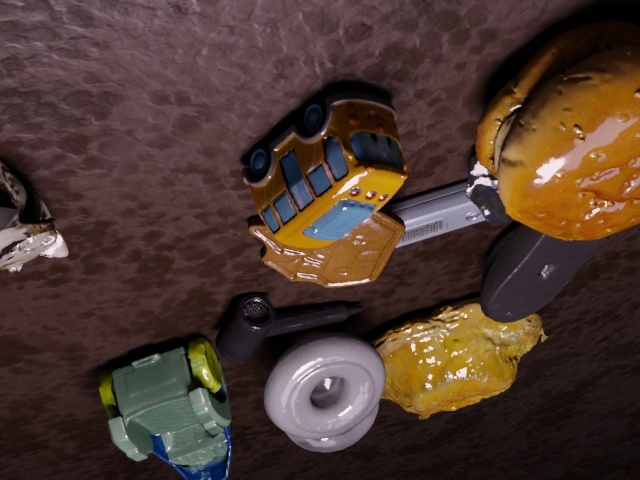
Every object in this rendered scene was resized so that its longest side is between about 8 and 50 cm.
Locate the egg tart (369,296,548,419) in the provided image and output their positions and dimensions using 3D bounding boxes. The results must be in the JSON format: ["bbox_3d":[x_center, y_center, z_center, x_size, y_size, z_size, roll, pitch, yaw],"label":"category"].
[{"bbox_3d":[0.240,0.230,2.287,0.351,0.153,0.339,-10,158,-7],"label":"egg tart"}]

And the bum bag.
[{"bbox_3d":[0.350,-0.103,1.746,0.310,0.074,0.137,-14,134,-4],"label":"bum bag"}]

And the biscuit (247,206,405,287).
[{"bbox_3d":[0.000,0.002,1.750,0.215,0.034,0.182,10,137,-17],"label":"biscuit"}]

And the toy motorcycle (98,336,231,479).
[{"bbox_3d":[-0.226,0.310,2.118,0.191,0.200,0.326,-20,153,7],"label":"toy motorcycle"}]

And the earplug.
[{"bbox_3d":[0.004,0.255,2.153,0.214,0.175,0.325,-22,158,-6],"label":"earplug"}]

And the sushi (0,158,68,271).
[{"bbox_3d":[-0.379,-0.041,1.445,0.134,0.109,0.273,-29,167,16],"label":"sushi"}]

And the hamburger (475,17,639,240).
[{"bbox_3d":[0.357,-0.133,1.549,0.290,0.170,0.314,14,132,-38],"label":"hamburger"}]

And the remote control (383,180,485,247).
[{"bbox_3d":[0.158,-0.034,1.812,0.244,0.047,0.087,-18,150,1],"label":"remote control"}]

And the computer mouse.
[{"bbox_3d":[0.345,0.025,1.998,0.137,0.086,0.269,7,138,-29],"label":"computer mouse"}]

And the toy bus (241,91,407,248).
[{"bbox_3d":[0.011,-0.079,1.531,0.126,0.136,0.209,10,143,-43],"label":"toy bus"}]

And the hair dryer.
[{"bbox_3d":[-0.038,0.123,2.019,0.255,0.070,0.128,-12,155,-26],"label":"hair dryer"}]
